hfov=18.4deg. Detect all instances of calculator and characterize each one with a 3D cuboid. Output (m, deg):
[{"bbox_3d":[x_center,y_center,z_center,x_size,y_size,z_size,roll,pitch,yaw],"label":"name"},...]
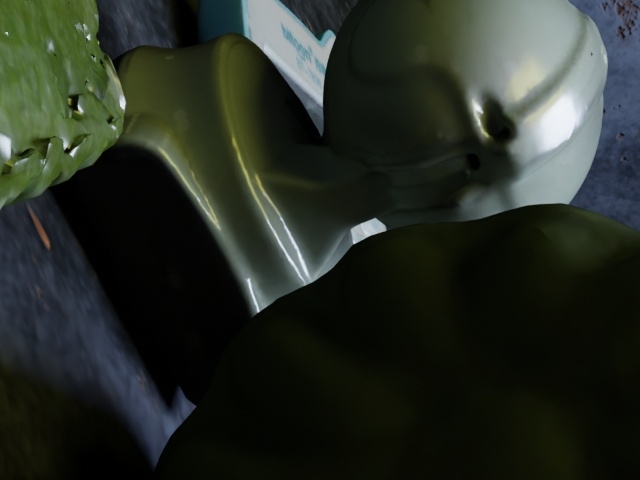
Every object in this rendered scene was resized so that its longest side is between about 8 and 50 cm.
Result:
[{"bbox_3d":[0.000,0.000,1.371,0.256,0.054,0.386,37,36,-64],"label":"calculator"}]

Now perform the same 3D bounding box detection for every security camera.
[{"bbox_3d":[0.023,-0.054,1.081,0.197,0.277,0.191,63,17,-17],"label":"security camera"}]

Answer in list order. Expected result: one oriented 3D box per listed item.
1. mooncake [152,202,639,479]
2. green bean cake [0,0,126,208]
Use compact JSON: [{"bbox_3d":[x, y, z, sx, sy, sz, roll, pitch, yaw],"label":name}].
[{"bbox_3d":[0.094,0.162,0.882,0.194,0.356,0.356,32,38,-66],"label":"mooncake"},{"bbox_3d":[-0.172,-0.100,0.776,0.200,0.113,0.214,65,14,-9],"label":"green bean cake"}]
